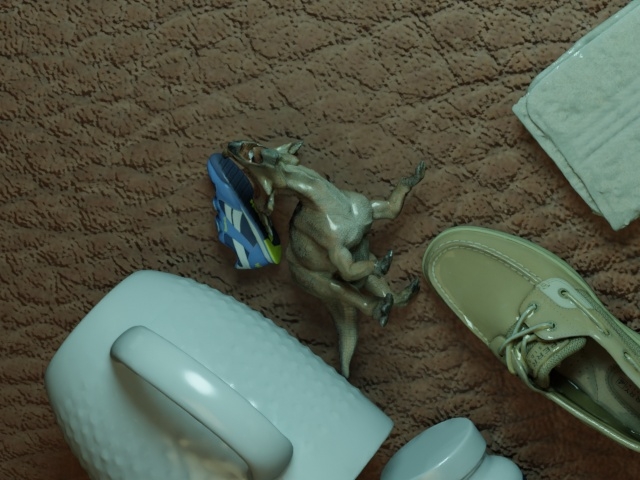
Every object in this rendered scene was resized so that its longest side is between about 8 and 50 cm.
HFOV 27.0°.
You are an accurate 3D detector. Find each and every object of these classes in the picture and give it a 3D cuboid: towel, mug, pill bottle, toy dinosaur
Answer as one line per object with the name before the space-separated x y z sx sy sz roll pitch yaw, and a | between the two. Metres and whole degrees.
towel | 0.354 -0.154 1.353 0.282 0.049 0.187 -36 99 21
mug | -0.125 0.188 1.430 0.328 0.374 0.276 40 77 5
pill bottle | 0.191 0.341 1.513 0.153 0.153 0.265 -32 99 22
toy dinosaur | 0.000 0.000 1.462 0.200 0.127 0.296 13 129 20

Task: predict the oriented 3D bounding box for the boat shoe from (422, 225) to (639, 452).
boat shoe | 0.249 0.102 1.419 0.341 0.110 0.122 34 114 12

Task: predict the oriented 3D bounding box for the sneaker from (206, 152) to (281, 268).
sneaker | -0.099 -0.029 1.506 0.059 0.053 0.144 -21 102 22
